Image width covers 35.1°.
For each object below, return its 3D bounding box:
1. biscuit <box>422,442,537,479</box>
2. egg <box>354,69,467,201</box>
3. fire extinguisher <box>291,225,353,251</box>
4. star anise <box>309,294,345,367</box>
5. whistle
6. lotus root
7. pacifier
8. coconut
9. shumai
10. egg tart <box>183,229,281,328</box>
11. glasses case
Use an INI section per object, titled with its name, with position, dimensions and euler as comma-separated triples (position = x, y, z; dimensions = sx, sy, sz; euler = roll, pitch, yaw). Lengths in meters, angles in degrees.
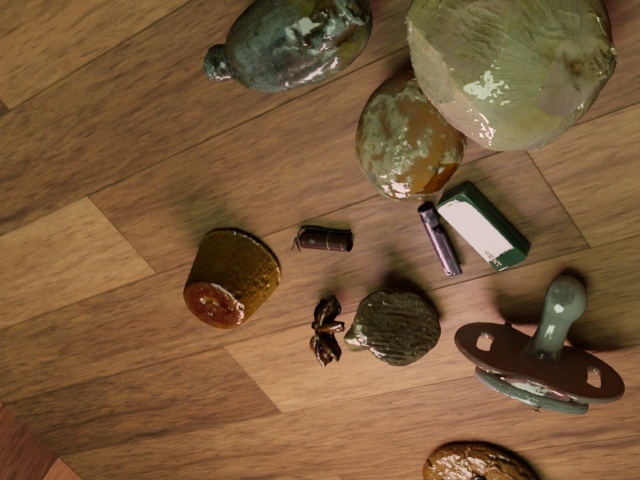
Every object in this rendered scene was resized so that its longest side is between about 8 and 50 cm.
[biscuit]
position = 0.380, 0.589, 2.405
dimensions = 0.296, 0.075, 0.296
euler = 15, 136, 16
[egg]
position = 0.153, -0.176, 1.707
dimensions = 0.195, 0.195, 0.233
euler = 20, 124, 10
[fire extinguisher]
position = 0.000, 0.000, 2.069
dimensions = 0.132, 0.039, 0.056
euler = 5, 100, 25
[star anise]
position = 0.013, 0.193, 2.173
dimensions = 0.057, 0.167, 0.168
euler = 5, 139, -11
[whistle]
position = 0.230, 0.002, 1.951
dimensions = 0.033, 0.033, 0.176
euler = -6, 128, 32
[lotus root]
position = -0.049, -0.339, 1.687
dimensions = 0.350, 0.175, 0.175
euler = -13, 123, 41
[pacifier]
position = 0.422, 0.210, 1.925
dimensions = 0.332, 0.273, 0.220
euler = 18, 163, 10
[coconut]
position = 0.283, -0.272, 1.466
dimensions = 0.297, 0.297, 0.254
euler = 86, 158, -43
[shumai]
position = 0.135, 0.174, 2.107
dimensions = 0.210, 0.161, 0.153
euler = 15, 177, -29
[egg tart]
position = -0.202, 0.090, 2.186
dimensions = 0.203, 0.147, 0.202
euler = 15, 133, 16
[glasses case]
position = 0.303, -0.024, 1.880
dimensions = 0.184, 0.039, 0.078
euler = 43, 136, -15
